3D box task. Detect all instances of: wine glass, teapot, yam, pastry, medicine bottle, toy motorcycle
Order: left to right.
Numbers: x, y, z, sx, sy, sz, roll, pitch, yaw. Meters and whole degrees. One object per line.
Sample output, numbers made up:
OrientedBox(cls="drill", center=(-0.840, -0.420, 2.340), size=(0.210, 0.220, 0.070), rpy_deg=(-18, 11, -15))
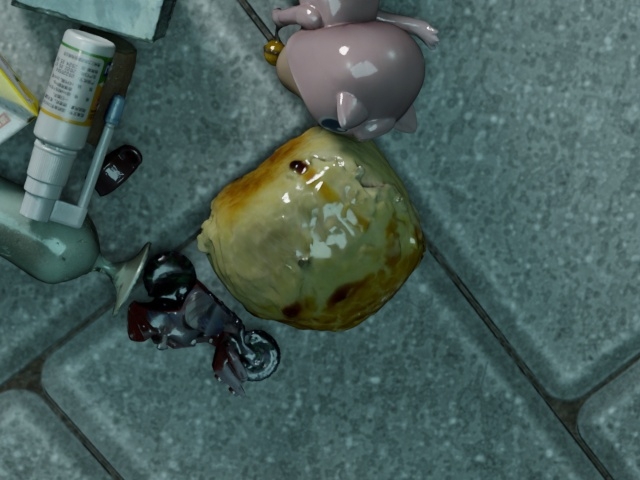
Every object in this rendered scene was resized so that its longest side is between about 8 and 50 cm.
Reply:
OrientedBox(cls="wine glass", center=(-0.326, -0.003, 1.861), size=(0.231, 0.103, 0.103), rpy_deg=(27, 99, -12))
OrientedBox(cls="medicine bottle", center=(-0.281, -0.125, 1.783), size=(0.092, 0.061, 0.221), rpy_deg=(16, 101, -21))
OrientedBox(cls="yam", center=(-0.269, -0.181, 1.838), size=(0.084, 0.084, 0.127), rpy_deg=(20, 103, -13))
OrientedBox(cls="teapot", center=(-0.250, -0.090, 1.867), size=(0.045, 0.068, 0.100), rpy_deg=(46, 134, -13))
OrientedBox(cls="toy motorcycle", center=(-0.152, 0.116, 1.926), size=(0.213, 0.082, 0.122), rpy_deg=(43, 93, -15))
OrientedBox(cls="pastry", center=(-0.002, 0.009, 1.880), size=(0.256, 0.170, 0.237), rpy_deg=(-35, 104, 7))

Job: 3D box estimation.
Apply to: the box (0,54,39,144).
OrientedBox(cls="box", center=(-0.478, -0.140, 1.806), size=(0.265, 0.097, 0.168), rpy_deg=(-35, 106, 1))

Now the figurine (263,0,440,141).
OrientedBox(cls="figurine", center=(0.023, -0.251, 1.846), size=(0.176, 0.186, 0.287), rpy_deg=(-14, 85, -44))

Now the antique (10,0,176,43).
OrientedBox(cls="antique", center=(-0.259, -0.291, 1.804), size=(0.183, 0.088, 0.086), rpy_deg=(14, 99, -11))
